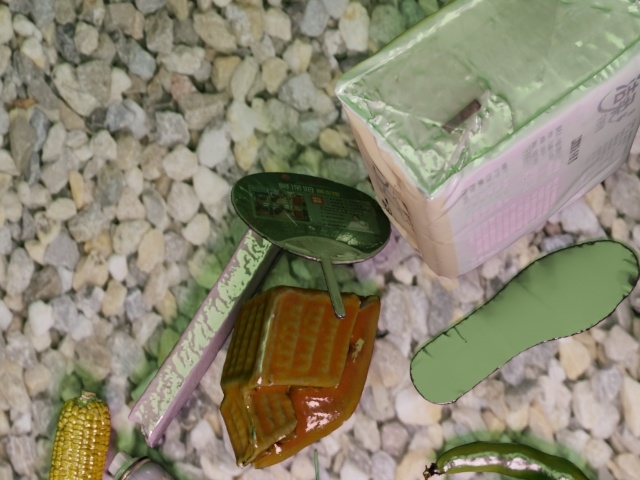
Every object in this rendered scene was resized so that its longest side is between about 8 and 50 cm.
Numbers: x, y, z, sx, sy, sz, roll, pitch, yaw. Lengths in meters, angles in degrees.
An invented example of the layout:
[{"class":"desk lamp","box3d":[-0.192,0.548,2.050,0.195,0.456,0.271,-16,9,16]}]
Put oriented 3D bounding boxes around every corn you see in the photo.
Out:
[{"class":"corn","box3d":[-0.341,0.329,1.551,0.080,0.080,0.238,3,81,11]}]

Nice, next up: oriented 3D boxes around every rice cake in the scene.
[{"class":"rice cake","box3d":[-0.161,0.129,1.558,0.056,0.072,0.365,33,90,12]}]

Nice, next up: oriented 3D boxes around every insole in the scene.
[{"class":"insole","box3d":[0.276,0.109,1.507,0.348,0.009,0.119,-34,74,3]}]

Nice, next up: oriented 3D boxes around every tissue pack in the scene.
[{"class":"tissue pack","box3d":[0.219,-0.144,1.350,0.331,0.405,0.205,-36,72,-1]}]

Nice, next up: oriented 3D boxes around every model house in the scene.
[{"class":"model house","box3d":[-0.040,0.173,1.437,0.173,0.239,0.268,10,81,12]}]

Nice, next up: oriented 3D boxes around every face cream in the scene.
[{"class":"face cream","box3d":[-0.202,0.377,1.517,0.229,0.075,0.075,40,89,14]}]

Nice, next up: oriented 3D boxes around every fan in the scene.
[{"class":"fan","box3d":[-0.026,-0.018,1.467,0.223,0.294,0.012,25,123,7]}]

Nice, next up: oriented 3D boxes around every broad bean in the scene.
[{"class":"broad bean","box3d":[0.249,0.302,1.463,0.226,0.039,0.069,0,74,12]}]

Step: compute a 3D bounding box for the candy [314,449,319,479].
[{"class":"candy","box3d":[-0.001,0.348,1.511,0.035,0.035,0.123,-7,70,-1]}]
